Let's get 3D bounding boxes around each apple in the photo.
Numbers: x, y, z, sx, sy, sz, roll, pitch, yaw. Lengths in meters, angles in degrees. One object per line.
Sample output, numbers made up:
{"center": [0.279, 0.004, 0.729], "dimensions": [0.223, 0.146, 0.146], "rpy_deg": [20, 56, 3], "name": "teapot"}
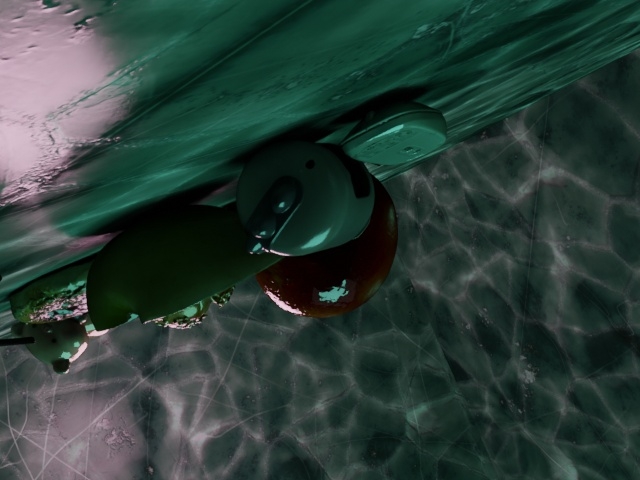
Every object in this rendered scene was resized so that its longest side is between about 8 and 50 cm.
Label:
{"center": [-0.272, 0.070, 1.550], "dimensions": [0.360, 0.320, 0.312], "rpy_deg": [-29, 145, -46], "name": "apple"}

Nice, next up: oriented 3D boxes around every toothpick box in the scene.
{"center": [-0.037, -0.070, 1.389], "dimensions": [0.229, 0.229, 0.316], "rpy_deg": [-24, 178, 15], "name": "toothpick box"}

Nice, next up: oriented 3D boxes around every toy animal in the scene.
{"center": [-0.719, 0.232, 2.177], "dimensions": [0.229, 0.210, 0.221], "rpy_deg": [-61, 168, 7], "name": "toy animal"}

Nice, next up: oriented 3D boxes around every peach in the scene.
{"center": [0.000, 0.000, 1.792], "dimensions": [0.388, 0.388, 0.388], "rpy_deg": [-24, 179, 0], "name": "peach"}

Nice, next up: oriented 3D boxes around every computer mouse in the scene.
{"center": [0.141, -0.214, 1.449], "dimensions": [0.159, 0.097, 0.288], "rpy_deg": [-23, 169, 28], "name": "computer mouse"}

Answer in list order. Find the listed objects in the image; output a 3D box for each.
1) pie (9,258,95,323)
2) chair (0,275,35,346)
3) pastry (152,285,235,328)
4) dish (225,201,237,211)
{"center": [-0.592, 0.126, 1.856], "dimensions": [0.296, 0.078, 0.371], "rpy_deg": [-8, 164, -40], "name": "pie"}
{"center": [-0.655, 0.166, 1.316], "dimensions": [0.158, 0.172, 0.247], "rpy_deg": [-23, -174, 16], "name": "chair"}
{"center": [-0.344, 0.108, 2.083], "dimensions": [0.316, 0.184, 0.284], "rpy_deg": [-50, -148, -15], "name": "pastry"}
{"center": [-0.213, -0.067, 1.970], "dimensions": [0.141, 0.078, 0.141], "rpy_deg": [4, -155, -2], "name": "dish"}
